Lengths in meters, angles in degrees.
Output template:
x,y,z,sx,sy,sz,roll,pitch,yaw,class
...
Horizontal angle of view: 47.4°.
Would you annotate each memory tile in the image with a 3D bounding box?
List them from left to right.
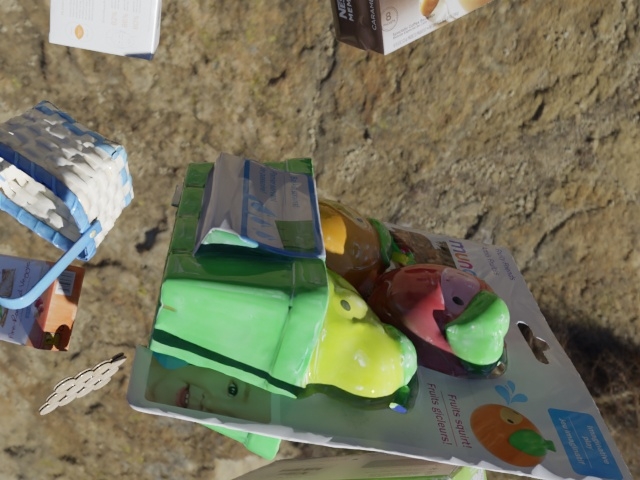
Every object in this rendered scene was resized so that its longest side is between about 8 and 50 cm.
x,y,z,sx,sy,sz,roll,pitch,yaw,class
-0.416,0.249,1.277,0.012,0.148,0.113,51,126,14,memory tile

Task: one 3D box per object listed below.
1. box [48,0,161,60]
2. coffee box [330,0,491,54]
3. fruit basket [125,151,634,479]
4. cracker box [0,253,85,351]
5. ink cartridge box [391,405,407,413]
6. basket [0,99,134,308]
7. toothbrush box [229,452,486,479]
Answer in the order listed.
x,y,z,sx,sy,sz,roll,pitch,yaw,class
-0.354,-0.389,1.211,0.170,0.091,0.130,9,123,-10,box
0.132,-0.348,0.903,0.098,0.246,0.141,34,146,44,coffee box
0.043,0.045,0.596,0.352,0.327,0.166,7,120,-8,fruit basket
-0.550,0.110,1.350,0.232,0.156,0.067,5,171,34,cracker box
0.109,0.184,0.933,0.207,0.046,0.097,42,151,1,ink cartridge box
-0.442,-0.055,1.111,0.254,0.289,0.201,33,145,16,basket
0.042,0.327,0.594,0.206,0.122,0.283,-10,83,23,toothbrush box
